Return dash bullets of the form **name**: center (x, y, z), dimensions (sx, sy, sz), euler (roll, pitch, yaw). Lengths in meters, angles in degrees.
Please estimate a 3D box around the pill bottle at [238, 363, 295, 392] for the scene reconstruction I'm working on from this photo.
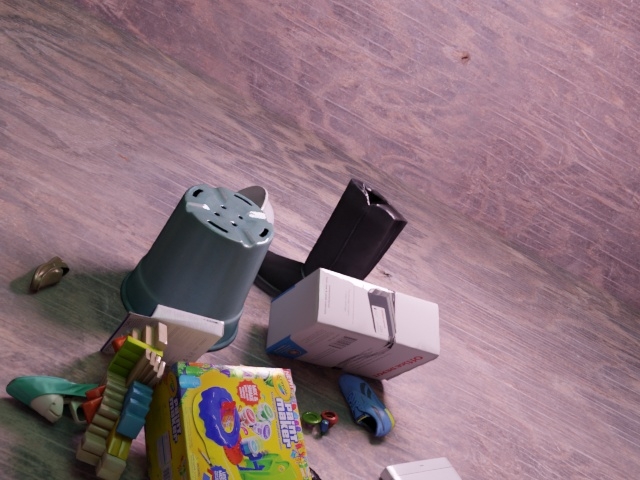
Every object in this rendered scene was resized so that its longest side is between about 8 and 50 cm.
- **pill bottle**: center (-0.146, 0.368, 1.917), dimensions (0.152, 0.086, 0.086), euler (26, 26, -10)

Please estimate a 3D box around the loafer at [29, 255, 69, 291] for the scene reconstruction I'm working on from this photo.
- **loafer**: center (-0.666, 0.083, 1.899), dimensions (0.050, 0.056, 0.148), euler (24, 26, -1)

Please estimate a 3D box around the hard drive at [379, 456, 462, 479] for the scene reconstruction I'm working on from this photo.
- **hard drive**: center (0.324, 0.696, 1.885), dimensions (0.233, 0.047, 0.353), euler (6, 36, -40)

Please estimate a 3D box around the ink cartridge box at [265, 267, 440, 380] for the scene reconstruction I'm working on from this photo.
- **ink cartridge box**: center (0.090, 0.243, 2.124), dimensions (0.395, 0.285, 0.166), euler (19, 59, -26)

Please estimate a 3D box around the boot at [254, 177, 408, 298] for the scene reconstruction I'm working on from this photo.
- **boot**: center (0.002, 0.001, 2.308), dimensions (0.367, 0.445, 0.146), euler (38, 27, 14)

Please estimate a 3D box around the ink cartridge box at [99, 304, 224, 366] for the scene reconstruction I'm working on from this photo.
- **ink cartridge box**: center (-0.371, 0.222, 1.788), dimensions (0.224, 0.223, 0.045), euler (18, 52, -25)

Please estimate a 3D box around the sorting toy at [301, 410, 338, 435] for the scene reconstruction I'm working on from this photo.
- **sorting toy**: center (-0.001, 0.467, 1.960), dimensions (0.102, 0.042, 0.061), euler (1, 22, -27)

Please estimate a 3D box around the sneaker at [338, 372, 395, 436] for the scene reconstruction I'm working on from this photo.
- **sneaker**: center (0.110, 0.442, 2.079), dimensions (0.082, 0.069, 0.209), euler (-8, 46, -47)

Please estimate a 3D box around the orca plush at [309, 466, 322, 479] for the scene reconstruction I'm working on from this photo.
- **orca plush**: center (-0.092, 0.481, 1.757), dimensions (0.287, 0.102, 0.151), euler (44, 29, 25)

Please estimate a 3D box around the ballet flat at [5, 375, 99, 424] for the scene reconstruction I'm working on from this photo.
- **ballet flat**: center (-0.519, 0.335, 1.589), dimensions (0.247, 0.083, 0.087), euler (13, 40, -32)

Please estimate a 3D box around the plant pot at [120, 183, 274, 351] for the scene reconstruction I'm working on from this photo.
- **plant pot**: center (-0.304, 0.055, 2.021), dimensions (0.341, 0.334, 0.341), euler (25, 26, -13)

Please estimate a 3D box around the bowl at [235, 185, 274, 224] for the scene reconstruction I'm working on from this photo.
- **bowl**: center (-0.245, -0.021, 2.339), dimensions (0.134, 0.298, 0.297), euler (51, 16, -27)

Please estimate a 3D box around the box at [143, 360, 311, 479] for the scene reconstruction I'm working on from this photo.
- **box**: center (-0.195, 0.422, 1.578), dimensions (0.279, 0.177, 0.289), euler (11, 52, -36)

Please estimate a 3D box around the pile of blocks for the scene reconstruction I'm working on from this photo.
- **pile of blocks**: center (-0.406, 0.298, 1.550), dimensions (0.113, 0.149, 0.362), euler (30, 39, -22)
